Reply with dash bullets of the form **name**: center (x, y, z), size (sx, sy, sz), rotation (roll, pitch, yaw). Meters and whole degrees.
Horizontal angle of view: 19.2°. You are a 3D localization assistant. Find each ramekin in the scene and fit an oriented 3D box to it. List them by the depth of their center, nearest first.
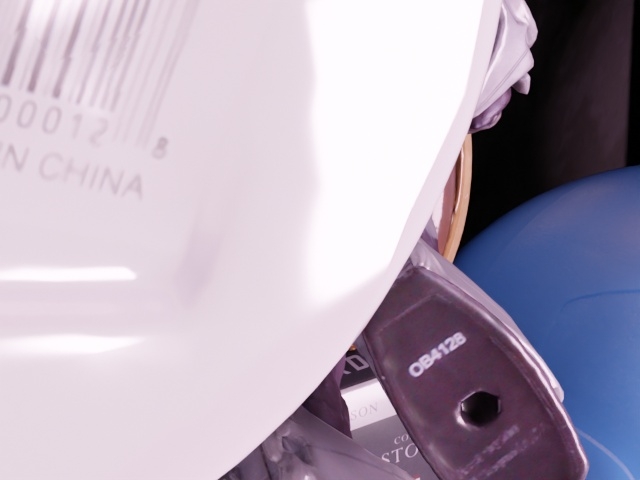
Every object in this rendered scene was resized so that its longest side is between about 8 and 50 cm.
- **ramekin**: center (-0.092, -0.060, 0.367), size (0.277, 0.135, 0.277), rotation (-18, 122, -32)

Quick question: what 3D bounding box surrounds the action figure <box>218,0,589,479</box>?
- **action figure**: center (0.000, 0.000, 0.568), size (0.099, 0.285, 0.185), rotation (37, 105, -25)

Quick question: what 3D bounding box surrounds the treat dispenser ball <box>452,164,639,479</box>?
- **treat dispenser ball**: center (0.159, 0.109, 0.828), size (0.288, 0.288, 0.288), rotation (-38, 139, -42)

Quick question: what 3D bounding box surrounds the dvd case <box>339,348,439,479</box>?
- **dvd case**: center (-0.019, 0.160, 0.682), size (0.179, 0.029, 0.238), rotation (-17, 120, -27)

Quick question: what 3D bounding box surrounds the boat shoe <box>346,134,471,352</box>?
- **boat shoe**: center (0.002, 0.023, 0.727), size (0.073, 0.073, 0.207), rotation (-17, 123, -57)
